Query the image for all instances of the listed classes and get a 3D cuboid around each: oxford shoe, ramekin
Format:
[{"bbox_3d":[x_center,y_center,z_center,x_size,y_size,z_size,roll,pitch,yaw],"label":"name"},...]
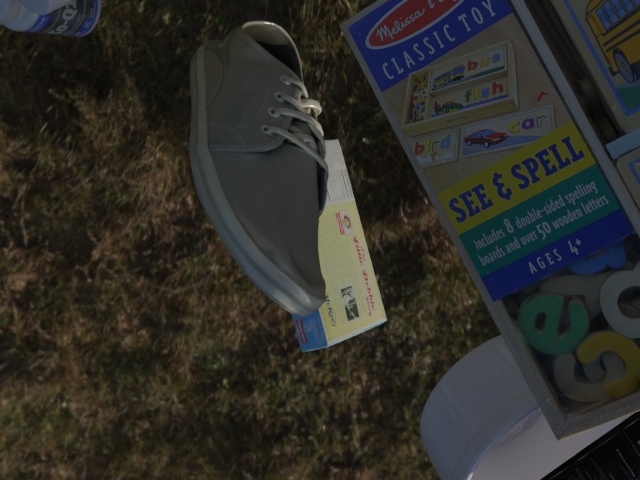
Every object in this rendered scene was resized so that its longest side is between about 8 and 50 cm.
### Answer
[{"bbox_3d":[-0.057,-0.111,0.932,0.130,0.449,0.169,-31,134,17],"label":"oxford shoe"},{"bbox_3d":[0.268,0.248,1.101,0.277,0.135,0.277,-15,130,-18],"label":"ramekin"}]

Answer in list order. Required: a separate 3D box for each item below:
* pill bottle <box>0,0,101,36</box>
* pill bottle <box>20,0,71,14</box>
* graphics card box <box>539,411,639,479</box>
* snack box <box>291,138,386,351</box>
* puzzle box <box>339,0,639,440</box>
[{"bbox_3d":[-0.330,-0.281,0.961,0.078,0.137,0.078,5,101,29],"label":"pill bottle"},{"bbox_3d":[-0.229,-0.326,0.858,0.119,0.208,0.119,35,149,24],"label":"pill bottle"},{"bbox_3d":[0.406,0.203,0.883,0.232,0.094,0.371,-18,153,-24],"label":"graphics card box"},{"bbox_3d":[0.000,0.000,1.330,0.060,0.187,0.322,-16,88,35],"label":"snack box"},{"bbox_3d":[0.244,-0.100,0.418,0.408,0.052,0.272,-29,85,20],"label":"puzzle box"}]
